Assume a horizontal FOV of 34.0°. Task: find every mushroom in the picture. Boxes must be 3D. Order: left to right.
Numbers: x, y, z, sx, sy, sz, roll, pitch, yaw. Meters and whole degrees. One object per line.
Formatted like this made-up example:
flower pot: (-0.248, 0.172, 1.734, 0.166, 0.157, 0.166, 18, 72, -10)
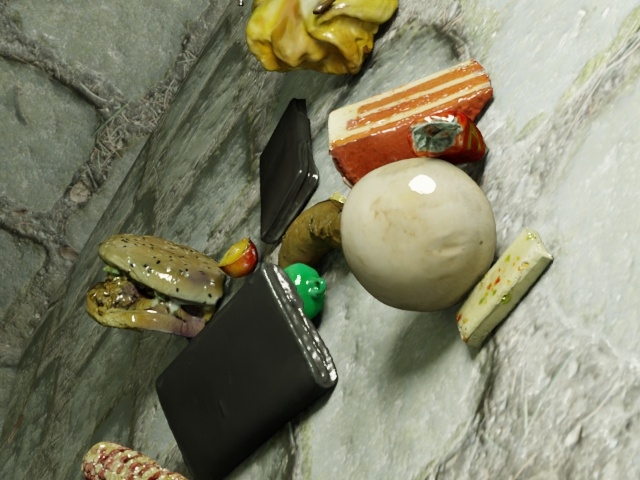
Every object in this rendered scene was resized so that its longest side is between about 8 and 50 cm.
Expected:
mushroom: (0.125, -0.005, 1.370, 0.209, 0.206, 0.206, 68, -135, -82)

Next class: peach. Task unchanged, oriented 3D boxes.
peach: (-0.161, 0.039, 2.161, 0.098, 0.061, 0.098, -34, 20, 15)

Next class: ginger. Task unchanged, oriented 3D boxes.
ginger: (0.019, -0.055, 1.863, 0.137, 0.044, 0.057, 156, 112, -63)

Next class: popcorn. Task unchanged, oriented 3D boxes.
popcorn: (-0.007, -0.450, 2.121, 0.297, 0.281, 0.316, -41, 57, 10)

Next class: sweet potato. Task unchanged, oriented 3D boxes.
sweet potato: (0.001, -0.004, 1.774, 0.310, 0.098, 0.124, -42, 37, 52)

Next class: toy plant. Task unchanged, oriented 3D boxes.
toy plant: (-0.051, 0.114, 1.746, 0.200, 0.105, 0.142, -19, 73, 54)

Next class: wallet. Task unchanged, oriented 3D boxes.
wallet: (-0.136, 0.233, 1.741, 0.406, 0.062, 0.228, -45, 63, 40)
wallet: (-0.074, -0.160, 2.197, 0.197, 0.051, 0.377, -58, 21, 25)

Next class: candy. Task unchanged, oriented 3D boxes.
candy: (0.172, -0.135, 1.415, 0.086, 0.292, 0.059, -13, 85, 17)

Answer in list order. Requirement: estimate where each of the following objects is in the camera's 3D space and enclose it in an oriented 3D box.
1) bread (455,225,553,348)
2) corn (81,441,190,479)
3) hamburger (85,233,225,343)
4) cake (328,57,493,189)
bread: (0.219, 0.056, 1.270, 0.153, 0.028, 0.068, -53, 21, 23)
corn: (-0.302, 0.435, 1.851, 0.290, 0.098, 0.098, 14, 76, 32)
hamburger: (-0.370, 0.103, 2.311, 0.318, 0.277, 0.195, 32, 105, 64)
cake: (0.121, -0.193, 1.609, 0.262, 0.160, 0.158, -53, 20, 24)
